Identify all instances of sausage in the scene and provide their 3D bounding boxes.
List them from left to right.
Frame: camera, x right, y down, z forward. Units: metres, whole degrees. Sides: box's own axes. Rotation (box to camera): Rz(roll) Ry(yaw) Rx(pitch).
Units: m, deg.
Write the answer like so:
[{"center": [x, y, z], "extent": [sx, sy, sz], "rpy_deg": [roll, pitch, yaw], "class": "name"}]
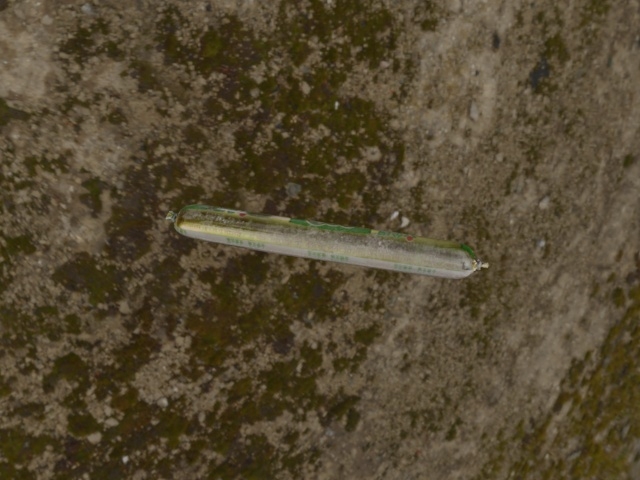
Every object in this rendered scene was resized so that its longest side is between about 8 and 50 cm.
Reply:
[{"center": [0.000, 0.000, 0.463], "extent": [0.033, 0.269, 0.032], "rpy_deg": [9, 90, -81], "class": "sausage"}]
